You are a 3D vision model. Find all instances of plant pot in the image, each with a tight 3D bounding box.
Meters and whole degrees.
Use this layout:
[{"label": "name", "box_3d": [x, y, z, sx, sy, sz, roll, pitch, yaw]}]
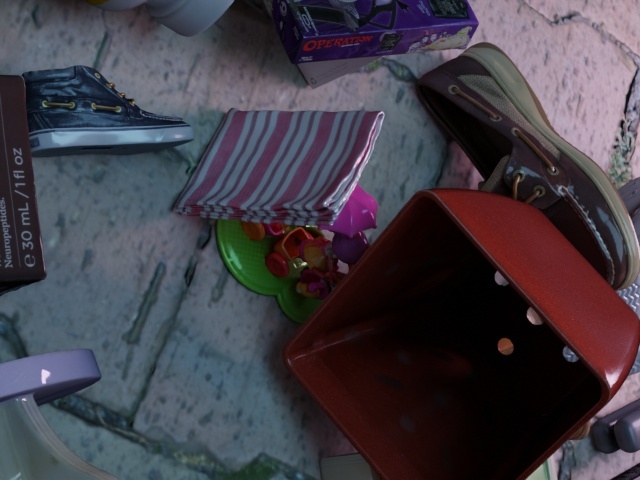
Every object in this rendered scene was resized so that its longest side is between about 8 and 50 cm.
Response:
[{"label": "plant pot", "box_3d": [0.175, 0.106, 1.614, 0.267, 0.267, 0.236, 49, 33, 14]}]

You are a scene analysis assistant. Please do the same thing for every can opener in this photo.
[{"label": "can opener", "box_3d": [0.459, 0.220, 1.982, 0.280, 0.074, 0.093, -13, 88, -39]}]

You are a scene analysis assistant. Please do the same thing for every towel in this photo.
[{"label": "towel", "box_3d": [-0.044, -0.081, 1.591, 0.144, 0.197, 0.029, -64, 143, -32]}]

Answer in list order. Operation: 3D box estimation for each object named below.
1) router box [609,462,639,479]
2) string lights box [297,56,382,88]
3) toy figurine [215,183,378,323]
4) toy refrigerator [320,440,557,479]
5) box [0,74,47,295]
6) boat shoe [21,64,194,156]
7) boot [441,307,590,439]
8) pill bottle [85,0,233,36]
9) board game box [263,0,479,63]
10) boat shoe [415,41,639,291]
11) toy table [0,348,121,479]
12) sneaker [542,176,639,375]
[{"label": "router box", "box_3d": [0.425, 0.363, 1.941, 0.133, 0.046, 0.178, -19, 91, -39]}, {"label": "string lights box", "box_3d": [0.090, -0.277, 1.772, 0.260, 0.133, 0.076, -39, 103, -36]}, {"label": "toy figurine", "box_3d": [0.000, 0.000, 1.621, 0.130, 0.159, 0.173, -40, 105, -37]}, {"label": "toy refrigerator", "box_3d": [0.137, 0.268, 1.708, 0.270, 0.094, 0.102, -2, 81, -38]}, {"label": "box", "box_3d": [-0.433, -0.041, 1.309, 0.381, 0.143, 0.191, -4, 82, -37]}, {"label": "boat shoe", "box_3d": [-0.208, -0.130, 1.549, 0.183, 0.065, 0.083, -4, 84, -38]}, {"label": "boot", "box_3d": [0.217, 0.167, 1.811, 0.152, 0.073, 0.197, -26, 84, -40]}, {"label": "pill bottle", "box_3d": [-0.227, -0.339, 1.505, 0.334, 0.188, 0.188, 31, 62, -29]}, {"label": "board game box", "box_3d": [0.009, -0.338, 1.663, 0.208, 0.056, 0.346, -6, 58, -29]}, {"label": "boat shoe", "box_3d": [0.231, -0.071, 1.814, 0.123, 0.123, 0.342, -26, 76, -27]}, {"label": "toy table", "box_3d": [-0.271, 0.196, 1.325, 0.274, 0.252, 0.160, -10, 78, -52]}, {"label": "sneaker", "box_3d": [0.405, 0.032, 1.952, 0.366, 0.210, 0.137, -37, 105, -2]}]
